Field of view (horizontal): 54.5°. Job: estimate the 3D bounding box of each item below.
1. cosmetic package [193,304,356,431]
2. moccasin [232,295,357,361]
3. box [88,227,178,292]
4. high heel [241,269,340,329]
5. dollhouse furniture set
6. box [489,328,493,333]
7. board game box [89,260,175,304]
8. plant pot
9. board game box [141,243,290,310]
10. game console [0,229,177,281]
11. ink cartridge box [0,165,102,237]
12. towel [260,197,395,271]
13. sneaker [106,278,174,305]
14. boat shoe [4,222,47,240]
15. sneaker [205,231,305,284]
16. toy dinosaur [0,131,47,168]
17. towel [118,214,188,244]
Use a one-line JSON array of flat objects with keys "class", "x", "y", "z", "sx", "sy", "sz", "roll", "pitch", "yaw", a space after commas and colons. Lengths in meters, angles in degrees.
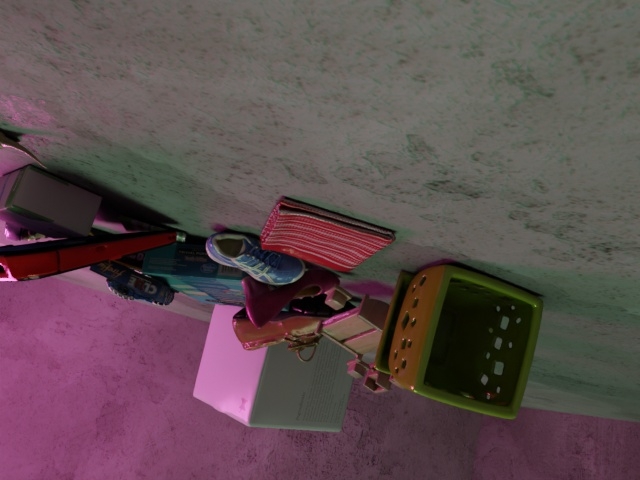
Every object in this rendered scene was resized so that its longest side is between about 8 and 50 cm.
[{"class": "cosmetic package", "x": -0.134, "y": 0.408, "z": 2.014, "sx": 0.393, "sy": 0.328, "sz": 0.329, "roll": 19, "pitch": 173, "yaw": -42}, {"class": "moccasin", "x": -0.062, "y": 0.242, "z": 1.683, "sx": 0.379, "sy": 0.147, "sz": 0.139, "roll": -11, "pitch": -167, "yaw": 20}, {"class": "box", "x": -0.532, "y": 0.058, "z": 1.744, "sx": 0.321, "sy": 0.080, "sz": 0.257, "roll": 19, "pitch": 163, "yaw": -14}, {"class": "high heel", "x": -0.050, "y": 0.128, "z": 1.335, "sx": 0.244, "sy": 0.117, "sz": 0.082, "roll": 3, "pitch": 146, "yaw": -37}, {"class": "dollhouse furniture set", "x": 0.114, "y": 0.198, "z": 1.518, "sx": 0.355, "sy": 0.174, "sz": 0.303, "roll": 36, "pitch": 146, "yaw": -17}, {"class": "box", "x": 0.330, "y": 0.193, "z": 1.452, "sx": 0.108, "sy": 0.043, "sz": 0.178, "roll": 3, "pitch": 162, "yaw": 37}, {"class": "board game box", "x": -0.444, "y": 0.099, "z": 1.496, "sx": 0.165, "sy": 0.042, "sz": 0.243, "roll": 25, "pitch": 170, "yaw": -2}, {"class": "plant pot", "x": 0.239, "y": 0.180, "z": 1.153, "sx": 0.227, "sy": 0.228, "sz": 0.207, "roll": 20, "pitch": 170, "yaw": -21}, {"class": "board game box", "x": -0.236, "y": 0.093, "z": 1.515, "sx": 0.253, "sy": 0.079, "sz": 0.336, "roll": 4, "pitch": 164, "yaw": 14}, {"class": "game console", "x": -0.545, "y": 0.019, "z": 1.291, "sx": 0.386, "sy": 0.060, "sz": 0.342, "roll": -2, "pitch": -169, "yaw": 38}, {"class": "ink cartridge box", "x": -0.567, "y": -0.071, "z": 1.265, "sx": 0.154, "sy": 0.093, "sz": 0.212, "roll": 26, "pitch": 160, "yaw": -36}, {"class": "towel", "x": 0.000, "y": 0.000, "z": 1.088, "sx": 0.198, "sy": 0.031, "sz": 0.275, "roll": 16, "pitch": 165, "yaw": -8}, {"class": "sneaker", "x": -0.515, "y": 0.140, "z": 1.751, "sx": 0.190, "sy": 0.072, "sz": 0.083, "roll": 23, "pitch": 169, "yaw": -29}, {"class": "boat shoe", "x": -0.697, "y": -0.051, "z": 1.498, "sx": 0.094, "sy": 0.109, "sz": 0.302, "roll": 4, "pitch": 179, "yaw": -19}, {"class": "sneaker", "x": -0.133, "y": 0.037, "z": 1.256, "sx": 0.211, "sy": 0.080, "sz": 0.081, "roll": 15, "pitch": 168, "yaw": -3}, {"class": "toy dinosaur", "x": -0.523, "y": -0.163, "z": 0.997, "sx": 0.183, "sy": 0.053, "sz": 0.092, "roll": 16, "pitch": -177, "yaw": 28}, {"class": "towel", "x": -0.375, "y": -0.022, "z": 1.410, "sx": 0.151, "sy": 0.023, "sz": 0.113, "roll": 19, "pitch": 163, "yaw": -5}]
